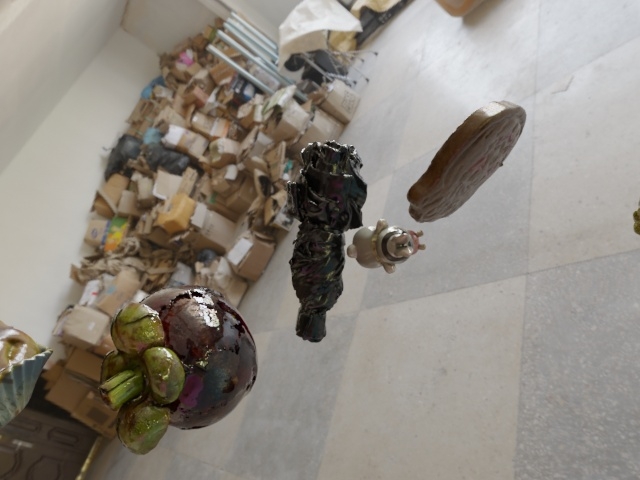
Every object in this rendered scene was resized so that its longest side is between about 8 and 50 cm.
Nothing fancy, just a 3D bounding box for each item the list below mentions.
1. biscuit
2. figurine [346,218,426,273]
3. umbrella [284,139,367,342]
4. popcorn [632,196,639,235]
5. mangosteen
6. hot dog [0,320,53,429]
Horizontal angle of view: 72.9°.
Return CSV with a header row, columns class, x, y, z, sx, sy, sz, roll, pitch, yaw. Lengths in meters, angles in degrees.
class,x,y,z,sx,sy,sz,roll,pitch,yaw
biscuit,0.265,-0.130,0.778,0.049,0.273,0.257,49,115,23
figurine,0.116,-0.002,0.680,0.098,0.081,0.146,-34,11,-30
umbrella,0.007,-0.002,0.761,0.128,0.154,0.336,8,100,40
popcorn,0.534,-0.029,0.570,0.189,0.218,0.169,-25,41,22
mangosteen,-0.161,0.133,0.483,0.166,0.166,0.180,-50,-14,22
hot dog,-0.362,0.099,0.367,0.163,0.271,0.081,-36,-47,-59
